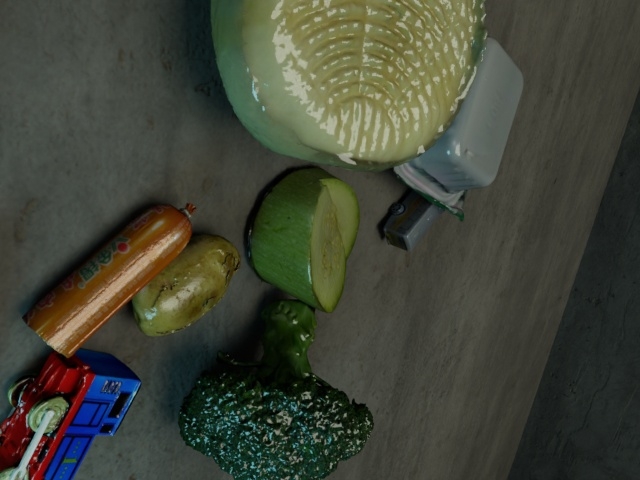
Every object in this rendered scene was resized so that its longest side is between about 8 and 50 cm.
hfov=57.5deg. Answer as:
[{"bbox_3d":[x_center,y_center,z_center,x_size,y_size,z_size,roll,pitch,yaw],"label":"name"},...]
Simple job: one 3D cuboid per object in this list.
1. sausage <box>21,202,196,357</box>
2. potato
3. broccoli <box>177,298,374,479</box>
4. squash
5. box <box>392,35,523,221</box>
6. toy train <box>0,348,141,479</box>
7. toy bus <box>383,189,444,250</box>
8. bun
[{"bbox_3d":[-0.238,0.033,0.701,0.234,0.071,0.071,-47,140,-22],"label":"sausage"},{"bbox_3d":[-0.177,0.057,0.785,0.170,0.080,0.107,-33,124,-33],"label":"potato"},{"bbox_3d":[-0.075,0.239,0.904,0.297,0.298,0.297,50,31,-51],"label":"broccoli"},{"bbox_3d":[-0.001,-0.009,0.928,0.220,0.133,0.220,-28,127,-45],"label":"squash"},{"bbox_3d":[0.274,-0.230,1.075,0.264,0.106,0.336,25,81,-44],"label":"box"},{"bbox_3d":[-0.323,0.232,0.708,0.131,0.083,0.203,31,86,-55],"label":"toy train"},{"bbox_3d":[0.201,-0.067,1.173,0.190,0.075,0.064,-48,140,-20],"label":"toy bus"},{"bbox_3d":[0.025,-0.263,0.732,0.364,0.202,0.364,-14,115,-32],"label":"bun"}]
